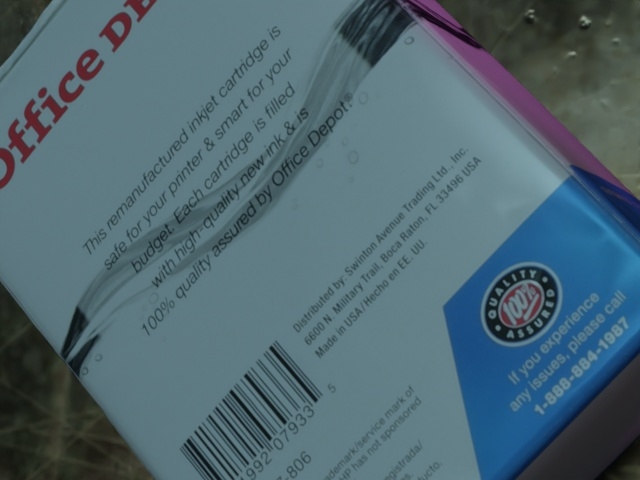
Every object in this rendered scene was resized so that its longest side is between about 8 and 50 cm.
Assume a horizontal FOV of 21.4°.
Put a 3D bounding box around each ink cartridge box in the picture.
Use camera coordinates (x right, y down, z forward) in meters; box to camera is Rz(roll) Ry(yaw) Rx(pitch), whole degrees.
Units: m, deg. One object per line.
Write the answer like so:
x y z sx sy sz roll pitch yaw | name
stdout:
0.000 0.000 0.980 0.285 0.166 0.395 -48 66 14 | ink cartridge box
